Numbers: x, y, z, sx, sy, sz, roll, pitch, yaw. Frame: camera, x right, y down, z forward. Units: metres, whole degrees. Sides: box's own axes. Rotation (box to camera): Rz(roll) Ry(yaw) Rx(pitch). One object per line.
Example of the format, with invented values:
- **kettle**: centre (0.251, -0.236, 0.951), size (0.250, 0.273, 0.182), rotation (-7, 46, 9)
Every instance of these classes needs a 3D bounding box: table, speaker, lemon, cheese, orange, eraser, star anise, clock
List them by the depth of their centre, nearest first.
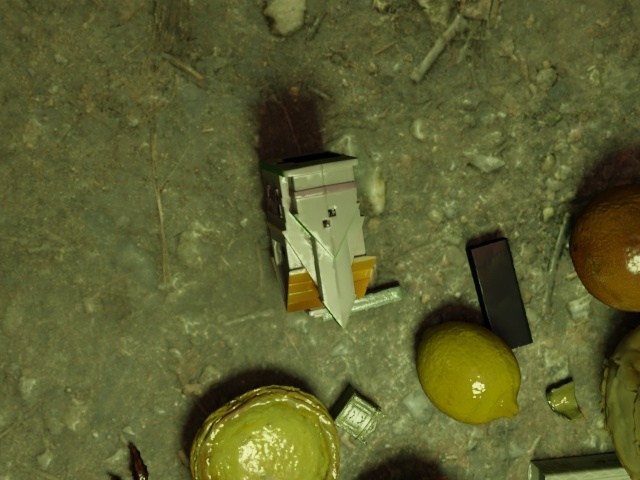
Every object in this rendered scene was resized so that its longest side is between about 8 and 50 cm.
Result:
- **clock**: centre (0.000, 0.000, 1.722), size (0.166, 0.235, 0.310), rotation (-10, 101, -13)
- **orange**: centre (0.610, 0.016, 1.795), size (0.264, 0.264, 0.264), rotation (-1, 96, -7)
- **lemon**: centre (0.282, 0.253, 1.807), size (0.187, 0.187, 0.244), rotation (-44, 65, -1)
- **star anise**: centre (-0.362, 0.521, 1.814), size (0.157, 0.053, 0.212), rotation (-33, 100, -3)
- **table**: centre (0.073, 0.344, 1.848), size (0.083, 0.062, 0.079), rotation (36, 91, -9)
- **speaker**: centre (0.356, 0.108, 1.870), size (0.082, 0.044, 0.218), rotation (-17, 98, -5)
- **cheese**: centre (0.498, 0.333, 1.912), size (0.060, 0.041, 0.084), rotation (-21, 82, -12)
- **eraser**: centre (0.632, 0.488, 1.914), size (0.403, 0.098, 0.097), rotation (-5, 96, -7)

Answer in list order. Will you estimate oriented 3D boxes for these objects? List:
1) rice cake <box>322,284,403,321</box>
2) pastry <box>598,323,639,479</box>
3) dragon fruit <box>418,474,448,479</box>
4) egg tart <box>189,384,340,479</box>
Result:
- **rice cake**: centre (0.078, 0.122, 1.844), size (0.170, 0.029, 0.033), rotation (-14, 100, -6)
- **pastry**: centre (0.718, 0.312, 1.779), size (0.409, 0.245, 0.410), rotation (0, 88, -4)
- **dragon fruit**: centre (0.183, 0.605, 1.773), size (0.250, 0.269, 0.291), rotation (-16, 78, 32)
- **egg tart**: centre (-0.104, 0.411, 1.804), size (0.293, 0.123, 0.294), rotation (0, 92, -6)
